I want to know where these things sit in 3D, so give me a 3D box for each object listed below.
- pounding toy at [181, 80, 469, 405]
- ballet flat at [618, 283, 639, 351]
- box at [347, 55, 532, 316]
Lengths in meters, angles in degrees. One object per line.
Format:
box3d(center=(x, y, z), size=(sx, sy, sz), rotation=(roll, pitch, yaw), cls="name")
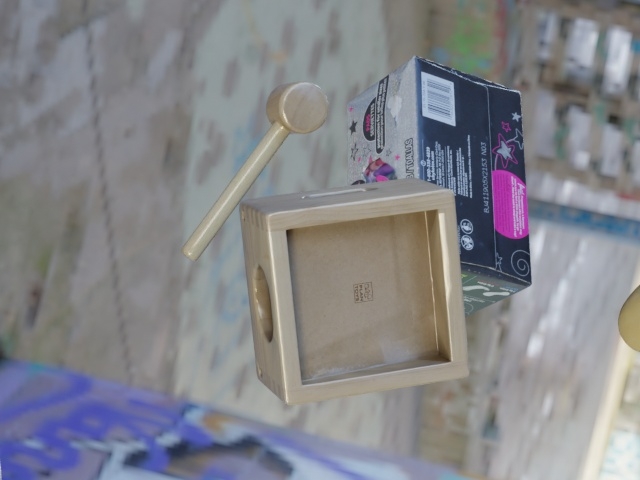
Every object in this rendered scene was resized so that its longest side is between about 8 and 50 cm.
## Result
box3d(center=(-0.010, -0.004, 1.152), size=(0.094, 0.181, 0.206), rotation=(-154, -123, -73), cls="pounding toy")
box3d(center=(0.354, 0.025, 1.440), size=(0.073, 0.232, 0.080), rotation=(69, -1, -70), cls="ballet flat")
box3d(center=(0.127, -0.055, 1.969), size=(0.142, 0.163, 0.247), rotation=(-32, -129, 49), cls="box")
